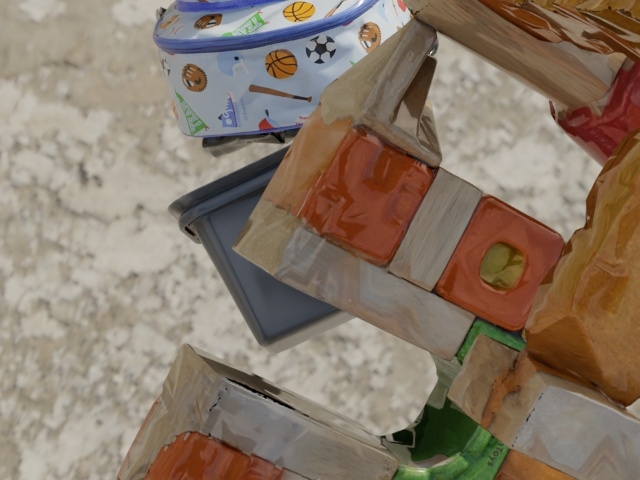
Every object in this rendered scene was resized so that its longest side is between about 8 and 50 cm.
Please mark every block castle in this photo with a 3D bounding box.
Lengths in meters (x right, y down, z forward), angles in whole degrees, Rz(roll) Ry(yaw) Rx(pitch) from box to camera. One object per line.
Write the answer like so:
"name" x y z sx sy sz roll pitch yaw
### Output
"block castle" 0.083 0.103 0.696 0.213 0.303 0.453 27 92 -25

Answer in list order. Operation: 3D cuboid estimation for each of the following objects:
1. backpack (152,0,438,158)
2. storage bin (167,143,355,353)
"backpack" -0.035 -0.200 1.563 0.276 0.213 0.263 -13 29 14
"storage bin" 0.000 0.000 0.898 0.135 0.098 0.091 -24 80 1
